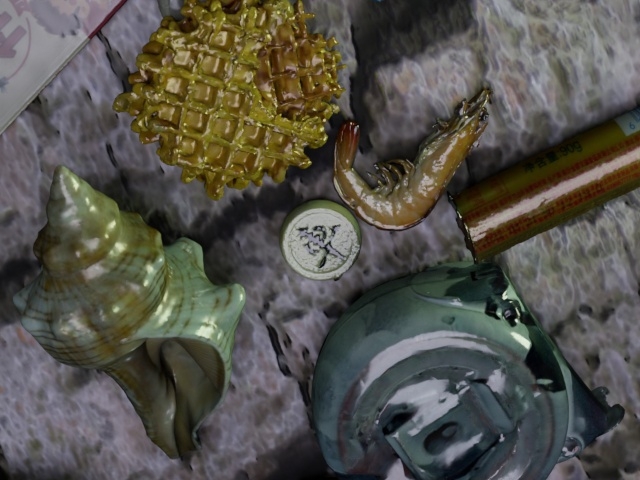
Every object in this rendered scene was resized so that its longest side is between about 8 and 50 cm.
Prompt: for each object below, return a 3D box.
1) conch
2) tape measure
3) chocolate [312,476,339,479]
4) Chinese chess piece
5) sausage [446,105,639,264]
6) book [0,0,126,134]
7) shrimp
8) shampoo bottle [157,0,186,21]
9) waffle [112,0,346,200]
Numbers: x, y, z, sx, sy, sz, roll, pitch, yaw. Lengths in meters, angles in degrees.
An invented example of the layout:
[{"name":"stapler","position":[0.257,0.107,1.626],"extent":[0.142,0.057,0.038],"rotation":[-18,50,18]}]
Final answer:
[{"name":"conch","position":[-0.169,0.072,0.973],"extent":[0.203,0.169,0.386],"rotation":[1,147,23]},{"name":"tape measure","position":[0.126,0.159,0.997],"extent":[0.275,0.147,0.256],"rotation":[-36,105,11]},{"name":"chocolate","position":[0.026,0.333,1.090],"extent":[0.133,0.127,0.124],"rotation":[14,146,-12]},{"name":"Chinese chess piece","position":[0.000,0.000,1.000],"extent":[0.084,0.034,0.084],"rotation":[0,109,1]},{"name":"sausage","position":[0.300,-0.090,0.948],"extent":[0.371,0.082,0.082],"rotation":[-25,107,8]},{"name":"book","position":[-0.308,-0.214,0.932],"extent":[0.232,0.022,0.162],"rotation":[-42,104,13]},{"name":"shrimp","position":[0.083,-0.095,0.970],"extent":[0.124,0.034,0.178],"rotation":[32,111,-4]},{"name":"shampoo bottle","position":[-0.129,-0.272,0.893],"extent":[0.063,0.057,0.207],"rotation":[-5,114,-16]},{"name":"waffle","position":[-0.075,-0.137,0.909],"extent":[0.197,0.070,0.193],"rotation":[-44,121,9]}]
